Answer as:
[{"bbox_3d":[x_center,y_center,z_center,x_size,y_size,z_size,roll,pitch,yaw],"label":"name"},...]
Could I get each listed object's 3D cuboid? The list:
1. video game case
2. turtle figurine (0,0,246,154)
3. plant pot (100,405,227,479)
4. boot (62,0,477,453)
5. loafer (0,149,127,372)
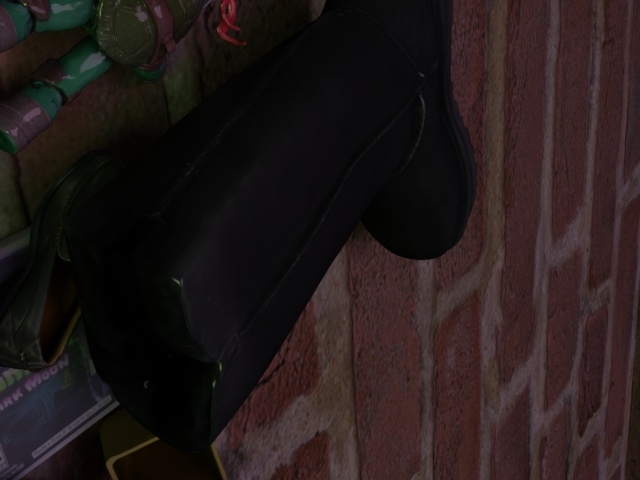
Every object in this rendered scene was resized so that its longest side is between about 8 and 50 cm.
[{"bbox_3d":[-0.203,0.073,0.628,0.190,0.022,0.173,-36,126,-44],"label":"video game case"},{"bbox_3d":[-0.146,-0.167,0.571,0.234,0.118,0.175,-45,133,-31],"label":"turtle figurine"},{"bbox_3d":[-0.137,0.169,0.685,0.082,0.083,0.081,-24,121,-18],"label":"plant pot"},{"bbox_3d":[-0.001,-0.002,0.707,0.445,0.146,0.367,-60,145,-42],"label":"boot"},{"bbox_3d":[-0.172,0.014,0.583,0.062,0.061,0.170,39,66,-51],"label":"loafer"}]
